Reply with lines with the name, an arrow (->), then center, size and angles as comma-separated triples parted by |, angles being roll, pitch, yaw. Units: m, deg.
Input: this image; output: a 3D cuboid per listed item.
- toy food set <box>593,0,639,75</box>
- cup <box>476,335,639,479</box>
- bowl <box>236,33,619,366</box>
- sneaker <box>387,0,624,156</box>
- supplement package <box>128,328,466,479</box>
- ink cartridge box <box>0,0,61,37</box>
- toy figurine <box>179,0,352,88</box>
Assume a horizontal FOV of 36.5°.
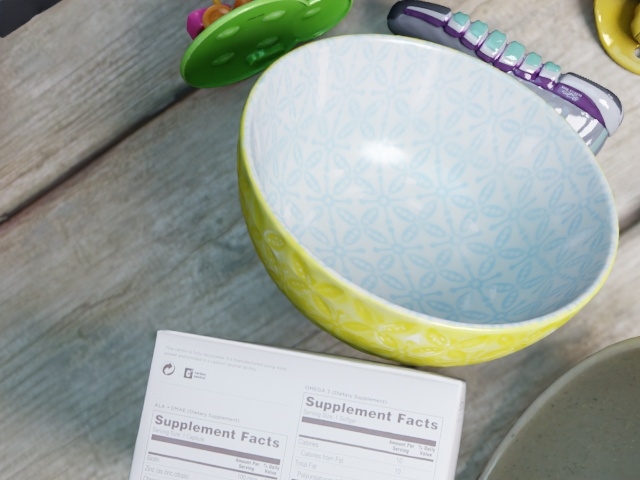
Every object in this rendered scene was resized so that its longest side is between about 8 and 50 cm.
toy food set -> 0.332, -0.239, 0.824 | 0.218, 0.071, 0.128 | -44, 77, 1
cup -> 0.260, 0.266, 0.667 | 0.237, 0.331, 0.331 | 31, 88, -12
bowl -> 0.064, -0.008, 0.753 | 0.289, 0.156, 0.289 | 10, 49, -11
sneaker -> 0.143, -0.126, 0.839 | 0.224, 0.083, 0.098 | 30, 93, 12
supplement package -> 0.000, 0.157, 0.729 | 0.204, 0.262, 0.145 | 8, 84, 10
ink cartridge box -> -0.195, -0.325, 0.863 | 0.371, 0.176, 0.069 | -31, 74, 9
toy figurine -> -0.081, -0.247, 0.878 | 0.173, 0.130, 0.159 | -25, 77, -17
